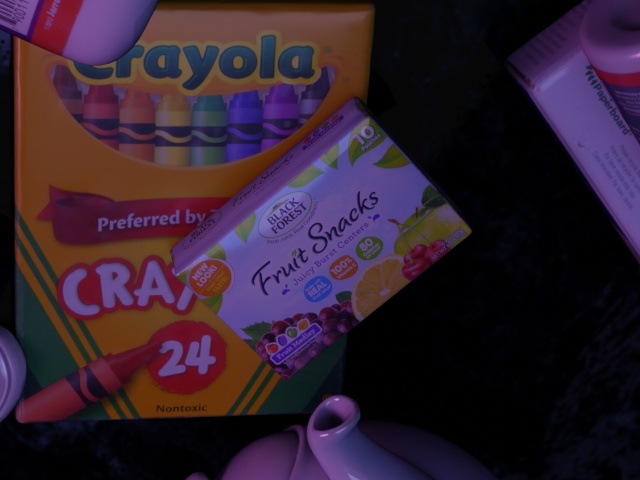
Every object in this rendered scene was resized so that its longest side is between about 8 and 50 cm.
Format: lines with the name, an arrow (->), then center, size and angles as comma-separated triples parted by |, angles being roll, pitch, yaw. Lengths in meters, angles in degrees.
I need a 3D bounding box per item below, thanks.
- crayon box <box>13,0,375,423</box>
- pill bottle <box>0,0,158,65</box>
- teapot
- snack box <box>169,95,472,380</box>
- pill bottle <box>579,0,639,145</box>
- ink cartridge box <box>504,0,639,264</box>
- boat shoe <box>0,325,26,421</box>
crayon box -> -0.080, -0.048, 1.012 | 0.202, 0.081, 0.319 | -1, 116, -10
pill bottle -> -0.208, -0.222, 0.827 | 0.323, 0.181, 0.181 | 23, 110, -9
teapot -> -0.013, 0.208, 1.080 | 0.187, 0.252, 0.256 | 32, 95, -9
snack box -> 0.000, 0.000, 0.984 | 0.141, 0.037, 0.100 | -40, 116, 9
pill bottle -> 0.232, -0.071, 0.968 | 0.108, 0.108, 0.180 | -34, 118, 7
ink cartridge box -> 0.333, -0.084, 1.084 | 0.330, 0.071, 0.324 | -36, 117, 4
boat shoe -> -0.254, 0.103, 1.027 | 0.184, 0.063, 0.066 | -21, 94, 30
